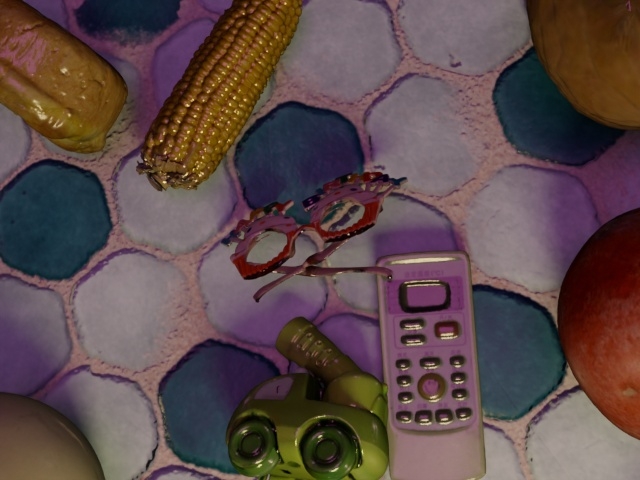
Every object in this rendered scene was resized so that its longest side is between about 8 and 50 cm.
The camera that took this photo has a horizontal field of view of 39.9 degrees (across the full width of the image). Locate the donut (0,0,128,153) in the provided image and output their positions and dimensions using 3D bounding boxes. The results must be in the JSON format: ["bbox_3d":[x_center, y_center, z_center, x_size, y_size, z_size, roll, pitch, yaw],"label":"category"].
[{"bbox_3d":[-0.375,-0.223,1.134,0.261,0.208,0.128,35,86,7],"label":"donut"}]

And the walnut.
[{"bbox_3d":[0.384,-0.284,1.000,0.333,0.333,0.332,-1,81,8],"label":"walnut"}]

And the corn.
[{"bbox_3d":[-0.128,-0.200,1.146,0.115,0.115,0.317,29,86,11],"label":"corn"}]

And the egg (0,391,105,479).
[{"bbox_3d":[-0.365,0.307,1.043,0.219,0.219,0.269,-31,82,2],"label":"egg"}]

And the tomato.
[{"bbox_3d":[0.381,0.080,0.944,0.265,0.265,0.264,-1,81,8],"label":"tomato"}]

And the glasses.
[{"bbox_3d":[-0.003,-0.008,1.107,0.255,0.095,0.162,-20,38,7],"label":"glasses"}]

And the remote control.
[{"bbox_3d":[0.135,0.155,1.085,0.123,0.038,0.285,-3,81,7],"label":"remote control"}]

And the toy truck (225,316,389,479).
[{"bbox_3d":[0.001,0.208,1.046,0.187,0.148,0.210,17,66,27],"label":"toy truck"}]
